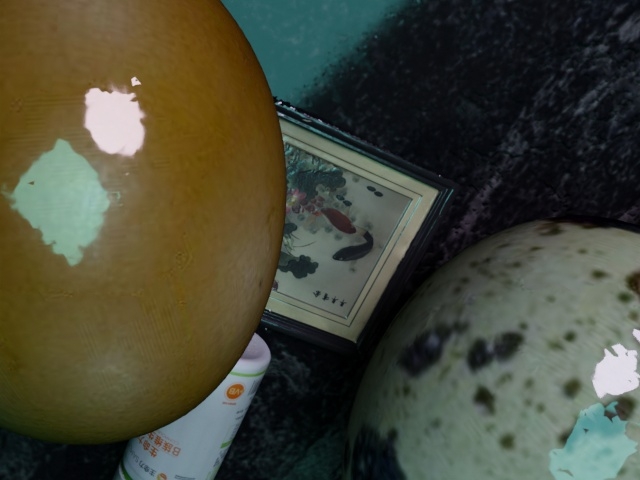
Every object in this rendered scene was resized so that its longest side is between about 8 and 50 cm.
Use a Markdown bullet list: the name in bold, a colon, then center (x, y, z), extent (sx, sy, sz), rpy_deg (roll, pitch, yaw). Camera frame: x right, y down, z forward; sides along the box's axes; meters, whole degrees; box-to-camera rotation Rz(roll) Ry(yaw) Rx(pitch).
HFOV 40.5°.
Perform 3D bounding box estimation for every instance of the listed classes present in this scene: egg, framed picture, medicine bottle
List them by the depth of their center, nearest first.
- **egg**: center (-0.161, -0.031, 0.575), extent (0.282, 0.282, 0.351), rpy_deg (-12, 117, -7)
- **egg**: center (0.172, 0.153, 0.722), extent (0.287, 0.287, 0.379), rpy_deg (38, 99, -23)
- **framed picture**: center (0.000, 0.000, 0.773), extent (0.195, 0.010, 0.199), rpy_deg (22, 107, -20)
- **medicine bottle**: center (-0.117, 0.162, 0.776), extent (0.086, 0.086, 0.183), rpy_deg (20, 107, -19)
